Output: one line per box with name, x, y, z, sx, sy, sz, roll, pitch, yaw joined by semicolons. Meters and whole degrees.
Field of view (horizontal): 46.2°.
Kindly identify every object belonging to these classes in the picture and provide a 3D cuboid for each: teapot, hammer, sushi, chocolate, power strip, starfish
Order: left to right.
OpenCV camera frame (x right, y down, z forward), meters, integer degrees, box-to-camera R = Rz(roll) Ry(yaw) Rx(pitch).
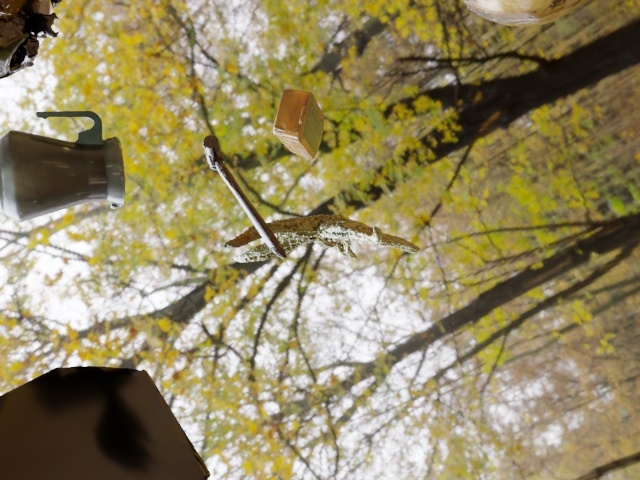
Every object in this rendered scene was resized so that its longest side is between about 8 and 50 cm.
sushi;-0.439;-0.311;0.894;0.204;0.200;0.213;-8;-106;-56
teapot;-0.487;-0.141;1.409;0.225;0.171;0.203;-5;-75;-22
chocolate;-0.326;0.423;1.043;0.383;0.384;0.331;-90;-5;-47
hammer;-0.091;-0.048;0.884;0.178;0.021;0.065;56;168;24
power strip;-0.018;-0.115;0.769;0.178;0.028;0.049;15;-92;-83
starfish;0.000;-0.003;1.358;0.358;0.347;0.078;33;-129;-79

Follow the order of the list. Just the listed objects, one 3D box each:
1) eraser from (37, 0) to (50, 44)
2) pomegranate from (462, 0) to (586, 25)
eraser;-0.545;-0.353;1.058;0.290;0.087;0.171;5;-158;-31
pomegranate;0.325;-0.498;1.197;0.322;0.322;0.322;40;-149;-31
